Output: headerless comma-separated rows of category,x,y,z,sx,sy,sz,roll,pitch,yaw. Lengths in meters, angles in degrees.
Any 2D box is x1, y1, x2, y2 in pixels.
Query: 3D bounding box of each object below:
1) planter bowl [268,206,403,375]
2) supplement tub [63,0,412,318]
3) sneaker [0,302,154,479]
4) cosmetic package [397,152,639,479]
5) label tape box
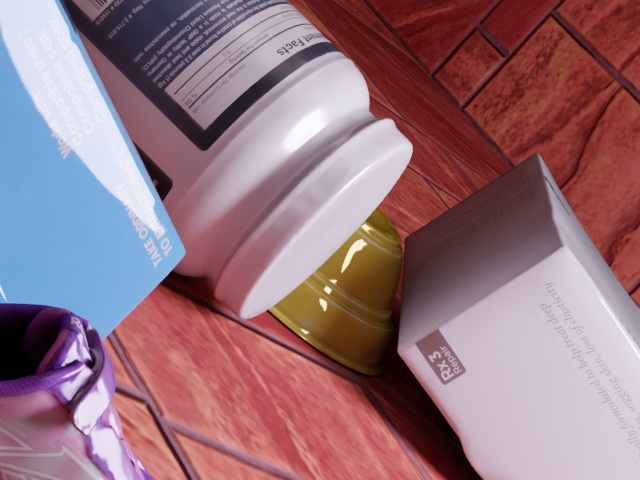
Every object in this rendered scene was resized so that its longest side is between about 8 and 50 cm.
planter bowl,0.000,0.000,1.491,0.217,0.090,0.217,41,12,-11
supplement tub,-0.090,-0.099,1.297,0.272,0.191,0.191,45,12,9
sneaker,-0.115,0.084,0.787,0.236,0.104,0.095,37,11,-29
cosmetic package,0.181,0.083,1.541,0.217,0.156,0.385,55,9,-11
label tape box,-0.169,-0.078,0.963,0.334,0.106,0.241,55,-9,47
